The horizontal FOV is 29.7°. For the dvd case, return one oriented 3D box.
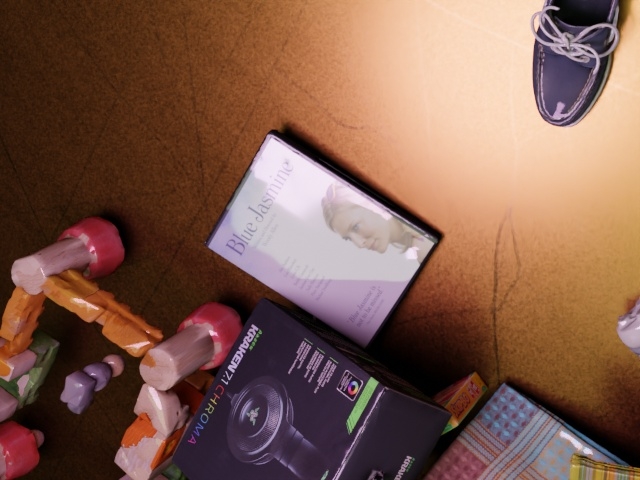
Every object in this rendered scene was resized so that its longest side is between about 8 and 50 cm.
[{"bbox_3d":[0.000,0.000,1.522,0.253,0.022,0.180,33,111,4],"label":"dvd case"}]

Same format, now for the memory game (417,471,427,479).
[{"bbox_3d":[0.073,0.338,1.558,0.186,0.186,0.012,-36,53,29],"label":"memory game"}]

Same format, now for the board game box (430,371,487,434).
[{"bbox_3d":[0.088,0.257,1.537,0.259,0.124,0.039,-38,87,29],"label":"board game box"}]

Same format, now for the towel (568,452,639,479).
[{"bbox_3d":[0.393,0.284,1.329,0.237,0.021,0.102,8,144,15],"label":"towel"}]

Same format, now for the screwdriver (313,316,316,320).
[{"bbox_3d":[-0.004,0.053,1.564,0.025,0.024,0.170,18,115,49],"label":"screwdriver"}]

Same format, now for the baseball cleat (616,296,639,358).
[{"bbox_3d":[0.439,0.075,1.365,0.206,0.072,0.109,-35,105,33],"label":"baseball cleat"}]

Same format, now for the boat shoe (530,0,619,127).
[{"bbox_3d":[0.282,-0.239,1.309,0.095,0.079,0.255,22,115,15],"label":"boat shoe"}]

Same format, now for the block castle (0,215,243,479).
[{"bbox_3d":[-0.308,0.226,1.656,0.303,0.213,0.453,33,115,14],"label":"block castle"}]

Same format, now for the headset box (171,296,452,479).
[{"bbox_3d":[-0.012,0.245,1.454,0.283,0.131,0.246,33,95,48],"label":"headset box"}]

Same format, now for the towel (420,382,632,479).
[{"bbox_3d":[0.278,0.357,1.385,0.370,0.271,0.040,34,158,27],"label":"towel"}]
